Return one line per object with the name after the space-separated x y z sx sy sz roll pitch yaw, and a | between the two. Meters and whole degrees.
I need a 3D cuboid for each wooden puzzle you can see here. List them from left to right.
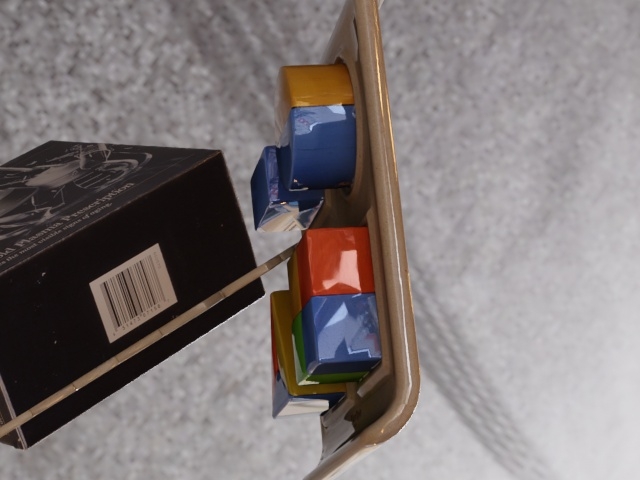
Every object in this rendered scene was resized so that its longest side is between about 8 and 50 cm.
0.000 0.000 1.238 0.322 0.080 0.348 120 -30 -73 | wooden puzzle

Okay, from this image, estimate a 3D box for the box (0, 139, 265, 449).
-0.298 0.042 1.748 0.343 0.312 0.179 -33 115 -38 | box

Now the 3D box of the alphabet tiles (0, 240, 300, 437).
-0.119 0.069 1.251 0.237 0.009 0.198 -31 180 17 | alphabet tiles
